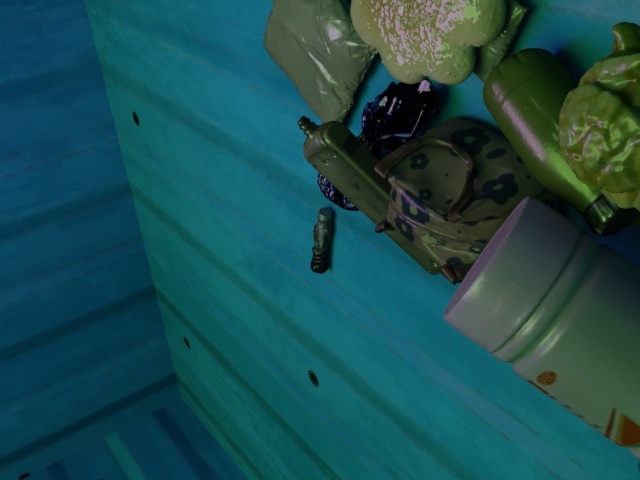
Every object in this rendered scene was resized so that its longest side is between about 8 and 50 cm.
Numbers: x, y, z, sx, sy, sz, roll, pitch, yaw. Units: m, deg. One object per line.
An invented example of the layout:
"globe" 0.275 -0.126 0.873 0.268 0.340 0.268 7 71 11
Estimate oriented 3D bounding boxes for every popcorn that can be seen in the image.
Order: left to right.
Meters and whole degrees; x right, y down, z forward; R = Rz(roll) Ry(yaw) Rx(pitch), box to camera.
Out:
"popcorn" 0.355 -0.131 0.814 0.185 0.187 0.167 37 177 1

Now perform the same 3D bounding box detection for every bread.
"bread" 0.138 -0.371 1.090 0.316 0.054 0.316 30 131 42

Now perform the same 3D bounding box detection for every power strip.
"power strip" 0.104 -0.080 1.304 0.387 0.066 0.092 42 147 -16

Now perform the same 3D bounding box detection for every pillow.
"pillow" -0.013 -0.374 1.431 0.274 0.076 0.280 56 152 15
"pillow" 0.201 -0.346 1.103 0.229 0.050 0.148 49 153 24

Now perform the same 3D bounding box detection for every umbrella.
"umbrella" 0.000 0.000 1.739 0.050 0.046 0.188 50 149 37

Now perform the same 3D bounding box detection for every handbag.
"handbag" 0.213 -0.059 1.151 0.251 0.193 0.190 38 146 43

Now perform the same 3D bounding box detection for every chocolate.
"chocolate" 0.104 -0.186 1.339 0.343 0.126 0.148 127 156 -56

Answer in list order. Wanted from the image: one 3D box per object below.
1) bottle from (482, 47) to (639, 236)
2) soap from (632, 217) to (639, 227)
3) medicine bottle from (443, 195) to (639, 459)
"bottle" 0.315 -0.125 0.967 0.260 0.112 0.112 63 154 26
"soap" 0.405 -0.094 0.955 0.089 0.033 0.168 39 143 41
"medicine bottle" 0.337 0.110 0.948 0.316 0.202 0.202 36 147 7
